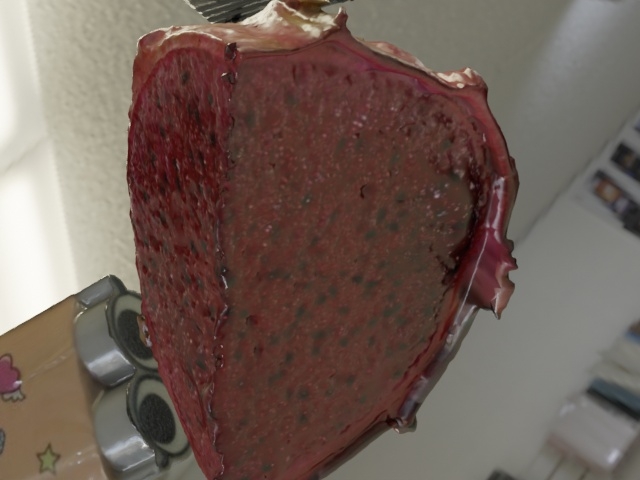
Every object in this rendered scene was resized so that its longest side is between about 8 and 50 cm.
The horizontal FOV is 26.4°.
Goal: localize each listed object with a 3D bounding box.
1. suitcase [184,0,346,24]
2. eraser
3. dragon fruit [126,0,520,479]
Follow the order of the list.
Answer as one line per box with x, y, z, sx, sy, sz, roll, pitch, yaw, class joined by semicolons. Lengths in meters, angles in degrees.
-0.023;-0.331;1.267;0.229;0.152;0.335;-53;22;-14;suitcase
-0.246;0.164;1.119;0.290;0.171;0.087;-28;-23;24;eraser
0.000;-0.007;0.650;0.161;0.126;0.274;-12;-53;-22;dragon fruit
